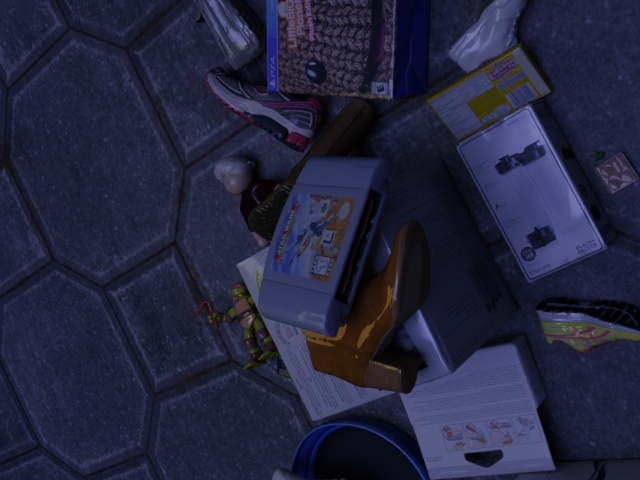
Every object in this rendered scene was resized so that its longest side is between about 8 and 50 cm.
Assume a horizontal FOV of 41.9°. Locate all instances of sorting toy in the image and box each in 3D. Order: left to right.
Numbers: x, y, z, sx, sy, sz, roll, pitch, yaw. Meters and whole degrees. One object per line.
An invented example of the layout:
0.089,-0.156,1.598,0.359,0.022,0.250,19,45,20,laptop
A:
0.512,-0.129,1.466,0.062,0.012,0.083,-35,87,41,sorting toy

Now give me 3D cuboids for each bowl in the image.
0.110,0.584,1.912,0.391,0.077,0.391,10,109,31,bowl

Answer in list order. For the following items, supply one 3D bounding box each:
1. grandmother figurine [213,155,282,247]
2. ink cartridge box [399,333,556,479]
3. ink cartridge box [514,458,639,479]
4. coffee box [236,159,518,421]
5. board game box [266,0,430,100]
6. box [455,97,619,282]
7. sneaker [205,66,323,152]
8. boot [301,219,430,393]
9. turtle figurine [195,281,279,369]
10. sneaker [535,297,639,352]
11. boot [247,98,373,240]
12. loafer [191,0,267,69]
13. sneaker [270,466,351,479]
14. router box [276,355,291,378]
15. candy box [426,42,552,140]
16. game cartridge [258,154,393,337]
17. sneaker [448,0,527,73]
-0.116,-0.056,1.860,0.342,0.104,0.208,51,130,11,grandmother figurine
0.316,0.346,1.707,0.296,0.066,0.261,-17,94,37,ink cartridge box
0.570,0.563,1.537,0.395,0.166,0.285,-13,96,35,ink cartridge box
0.112,0.091,1.601,0.334,0.337,0.338,-28,88,36,coffee box
0.051,-0.401,1.619,0.291,0.141,0.232,10,109,31,board game box
0.391,-0.091,1.514,0.169,0.087,0.290,-31,86,37,box
-0.121,-0.299,1.799,0.299,0.121,0.112,33,91,23,sneaker
0.063,0.099,1.369,0.211,0.104,0.295,12,104,37,boot
-0.175,0.190,1.980,0.269,0.087,0.217,-30,71,30,turtle figurine
0.501,0.163,1.528,0.208,0.081,0.094,6,114,40,sneaker
-0.015,-0.136,1.684,0.089,0.269,0.236,42,144,-10,boot
-0.238,-0.515,1.802,0.111,0.112,0.319,-37,82,27,loafer
0.024,0.582,1.876,0.297,0.111,0.129,25,101,22,sneaker
-0.043,0.281,1.950,0.122,0.038,0.092,14,111,31,router box
0.307,-0.268,1.533,0.206,0.027,0.105,-26,112,36,candy box
0.000,0.000,1.375,0.198,0.062,0.297,9,78,45,game cartridge
0.327,-0.379,1.490,0.094,0.080,0.212,44,131,2,sneaker
